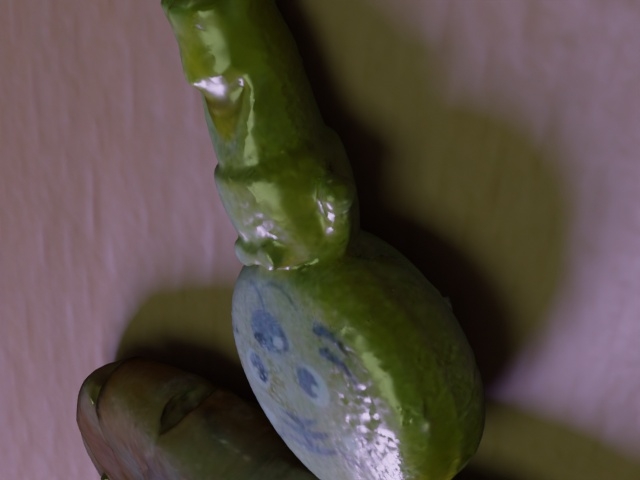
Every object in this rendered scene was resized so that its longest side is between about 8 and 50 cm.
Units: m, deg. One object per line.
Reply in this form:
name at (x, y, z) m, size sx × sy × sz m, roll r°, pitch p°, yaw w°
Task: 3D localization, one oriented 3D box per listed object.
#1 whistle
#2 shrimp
whistle at (0.000, 0.000, 0.567) m, size 0.104 × 0.057 × 0.198 m, roll 10°, pitch 123°, yaw 55°
shrimp at (0.009, 0.151, 0.677) m, size 0.289 × 0.075 × 0.178 m, roll 20°, pitch 143°, yaw 26°
